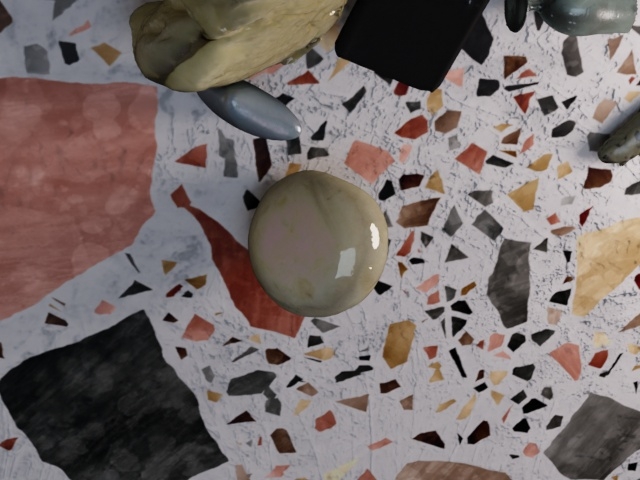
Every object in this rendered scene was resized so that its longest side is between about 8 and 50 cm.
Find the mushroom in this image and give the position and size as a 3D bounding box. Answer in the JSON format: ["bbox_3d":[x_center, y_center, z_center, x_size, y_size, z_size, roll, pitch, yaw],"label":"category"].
[{"bbox_3d":[0.000,0.000,2.133,0.246,0.202,0.246,5,106,19],"label":"mushroom"}]

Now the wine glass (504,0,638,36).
[{"bbox_3d":[0.406,-0.376,2.062,0.202,0.093,0.092,0,123,-17],"label":"wine glass"}]

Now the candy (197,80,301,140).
[{"bbox_3d":[-0.115,-0.206,1.967,0.138,0.174,0.071,24,97,-29],"label":"candy"}]

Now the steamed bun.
[{"bbox_3d":[-0.104,-0.376,1.804,0.325,0.230,0.372,-26,171,-41],"label":"steamed bun"}]

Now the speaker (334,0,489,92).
[{"bbox_3d":[0.178,-0.437,1.928,0.180,0.184,0.388,20,127,-13],"label":"speaker"}]

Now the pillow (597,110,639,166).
[{"bbox_3d":[0.603,-0.205,2.261,0.241,0.051,0.093,-42,125,9],"label":"pillow"}]
